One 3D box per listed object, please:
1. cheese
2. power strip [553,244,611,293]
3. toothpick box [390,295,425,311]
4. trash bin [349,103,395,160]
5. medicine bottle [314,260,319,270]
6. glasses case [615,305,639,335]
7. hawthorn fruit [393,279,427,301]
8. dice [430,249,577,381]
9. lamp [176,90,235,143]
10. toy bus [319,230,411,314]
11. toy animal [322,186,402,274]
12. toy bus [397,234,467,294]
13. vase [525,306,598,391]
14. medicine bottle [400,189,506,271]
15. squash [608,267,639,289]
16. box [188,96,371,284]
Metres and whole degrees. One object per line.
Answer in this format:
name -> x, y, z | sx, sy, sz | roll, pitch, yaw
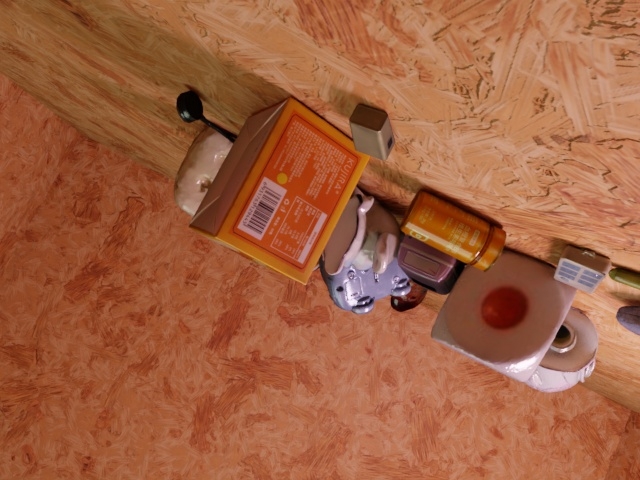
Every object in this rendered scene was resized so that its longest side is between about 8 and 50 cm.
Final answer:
cheese -> -0.312, -0.194, 1.419 | 0.173, 0.251, 0.248 | 29, -172, -15
power strip -> 0.503, 0.058, 0.963 | 0.081, 0.035, 0.192 | 23, 172, 25
toothpick box -> 0.265, 0.144, 1.897 | 0.294, 0.192, 0.192 | 29, 175, 30
trash bin -> 0.081, -0.172, 0.790 | 0.060, 0.043, 0.092 | 24, 172, 19
medicine bottle -> 0.000, 0.000, 1.656 | 0.394, 0.243, 0.242 | 16, 179, -29
glasses case -> 0.712, 0.180, 0.951 | 0.109, 0.067, 0.282 | 26, 172, -22
hawthorn fruit -> 0.260, 0.090, 1.635 | 0.235, 0.181, 0.181 | 38, 176, 13
dice -> 0.431, 0.174, 1.184 | 0.243, 0.259, 0.251 | 26, 175, 22
lamp -> -0.185, -0.241, 1.215 | 0.108, 0.130, 0.371 | -5, 143, 29
toy bus -> 0.121, 0.067, 1.479 | 0.231, 0.294, 0.198 | 30, 137, 56
toy animal -> 0.085, -0.037, 1.196 | 0.249, 0.174, 0.289 | 57, -159, 2
toy bus -> 0.282, 0.045, 1.230 | 0.141, 0.142, 0.202 | 23, 172, 26
vase -> 0.700, 0.331, 1.499 | 0.249, 0.250, 0.445 | 23, 168, 25
medicine bottle -> 0.265, -0.020, 1.003 | 0.191, 0.096, 0.096 | 27, 173, 1
squash -> 0.557, 0.070, 0.881 | 0.083, 0.028, 0.027 | 23, 172, 30
box -> -0.086, -0.093, 0.990 | 0.213, 0.284, 0.259 | 31, 172, -23
